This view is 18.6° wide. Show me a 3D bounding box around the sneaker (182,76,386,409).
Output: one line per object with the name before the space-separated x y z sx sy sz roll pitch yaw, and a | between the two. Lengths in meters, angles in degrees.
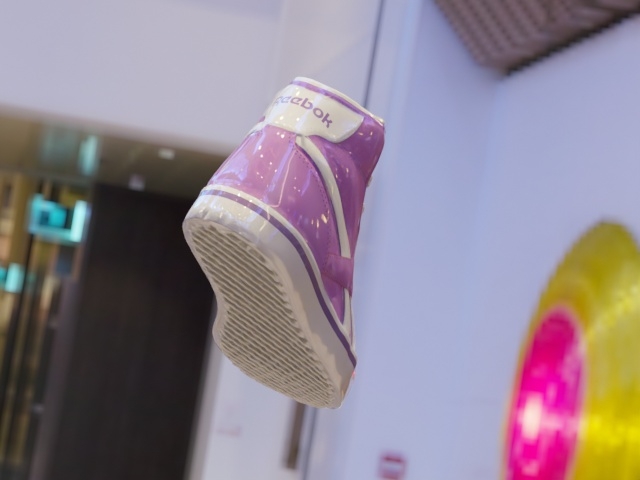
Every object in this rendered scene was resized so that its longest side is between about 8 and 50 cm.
sneaker | 0.001 0.000 1.299 0.102 0.161 0.282 22 -25 15
